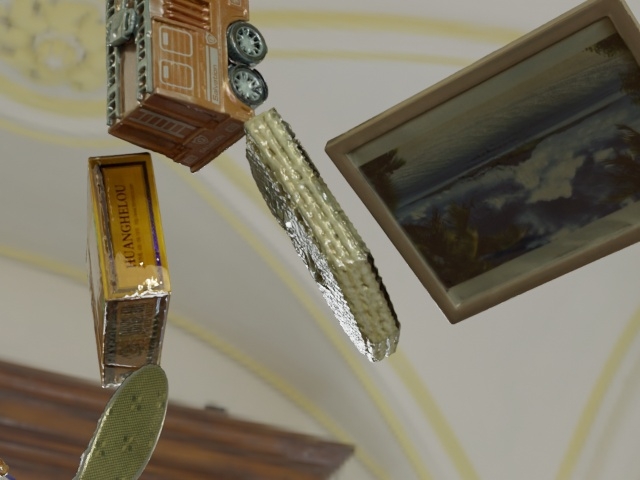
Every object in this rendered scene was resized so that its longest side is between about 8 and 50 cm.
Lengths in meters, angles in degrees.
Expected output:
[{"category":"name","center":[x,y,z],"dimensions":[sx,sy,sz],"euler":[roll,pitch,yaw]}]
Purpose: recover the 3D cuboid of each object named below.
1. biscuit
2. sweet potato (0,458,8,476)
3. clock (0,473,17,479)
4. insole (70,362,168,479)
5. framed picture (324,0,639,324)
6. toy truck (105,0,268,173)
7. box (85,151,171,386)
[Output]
[{"category":"biscuit","center":[0.000,0.000,1.493],"dimensions":[0.052,0.252,0.150],"euler":[-30,-16,-9]},{"category":"sweet potato","center":[-0.435,0.234,1.656],"dimensions":[0.202,0.055,0.058],"euler":[9,-26,14]},{"category":"clock","center":[-0.500,0.451,2.193],"dimensions":[0.230,0.230,0.083],"euler":[-20,-3,37]},{"category":"insole","center":[-0.247,0.266,1.676],"dimensions":[0.007,0.322,0.109],"euler":[-1,-50,31]},{"category":"framed picture","center":[0.192,-0.066,1.369],"dimensions":[0.315,0.024,0.232],"euler":[-28,-69,26]},{"category":"toy truck","center":[-0.165,-0.248,1.698],"dimensions":[0.162,0.305,0.136],"euler":[16,-33,-36]},{"category":"box","center":[-0.248,0.044,1.889],"dimensions":[0.084,0.193,0.301],"euler":[-5,-24,-12]}]
